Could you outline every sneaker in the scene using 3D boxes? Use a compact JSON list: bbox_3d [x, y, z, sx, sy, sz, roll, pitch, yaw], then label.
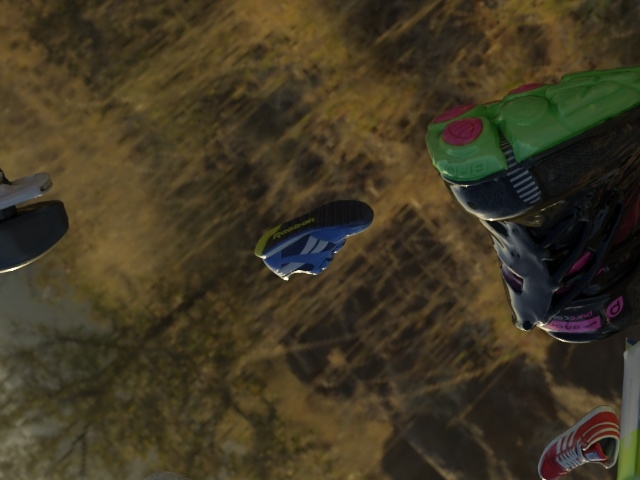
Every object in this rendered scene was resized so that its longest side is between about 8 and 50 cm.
[{"bbox_3d":[0.294,0.244,1.326,0.042,0.118,0.067,36,-159,-13],"label":"sneaker"},{"bbox_3d":[0.000,0.000,1.307,0.144,0.053,0.059,-21,118,22],"label":"sneaker"},{"bbox_3d":[0.224,-0.018,1.006,0.483,0.185,0.202,17,-121,-67],"label":"sneaker"}]

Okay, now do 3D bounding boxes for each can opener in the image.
[{"bbox_3d":[-0.336,0.008,0.915,0.074,0.280,0.093,-150,45,-67],"label":"can opener"}]

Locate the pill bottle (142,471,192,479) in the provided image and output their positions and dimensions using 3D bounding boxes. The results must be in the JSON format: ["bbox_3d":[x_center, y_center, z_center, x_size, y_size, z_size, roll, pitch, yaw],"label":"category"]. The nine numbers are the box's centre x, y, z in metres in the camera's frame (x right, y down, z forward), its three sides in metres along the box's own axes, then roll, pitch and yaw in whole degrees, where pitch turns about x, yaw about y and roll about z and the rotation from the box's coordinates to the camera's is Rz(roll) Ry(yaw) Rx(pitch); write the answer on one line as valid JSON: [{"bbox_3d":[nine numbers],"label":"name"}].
[{"bbox_3d":[-0.187,0.328,1.239,0.121,0.121,0.216,48,-167,-3],"label":"pill bottle"}]

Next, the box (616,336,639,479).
[{"bbox_3d":[0.359,0.182,1.183,0.109,0.178,0.042,21,144,-10],"label":"box"}]
